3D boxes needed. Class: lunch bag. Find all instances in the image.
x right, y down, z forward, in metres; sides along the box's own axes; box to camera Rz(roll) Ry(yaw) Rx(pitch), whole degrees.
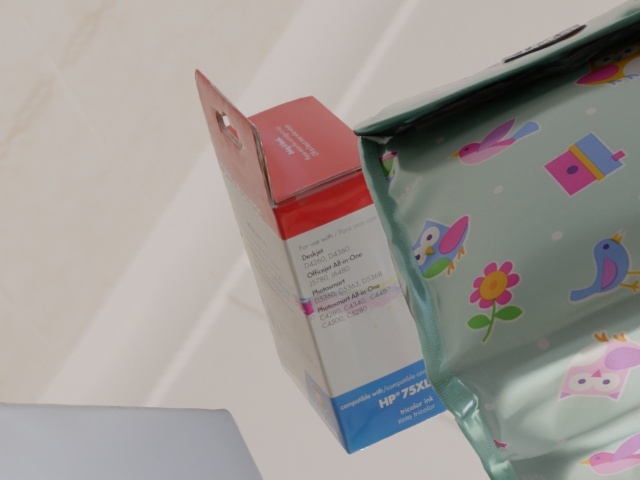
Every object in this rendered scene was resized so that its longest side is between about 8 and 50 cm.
[{"bbox_3d":[0.141,-0.025,0.754,0.223,0.160,0.262,-25,-140,10],"label":"lunch bag"}]

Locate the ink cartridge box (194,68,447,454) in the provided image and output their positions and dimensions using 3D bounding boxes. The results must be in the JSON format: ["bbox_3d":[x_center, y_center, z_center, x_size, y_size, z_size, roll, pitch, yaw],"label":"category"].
[{"bbox_3d":[0.000,0.000,0.975,0.078,0.231,0.134,-22,-151,-12],"label":"ink cartridge box"}]

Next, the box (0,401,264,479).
[{"bbox_3d":[-0.154,0.163,0.407,0.215,0.345,0.168,-35,-111,19],"label":"box"}]
